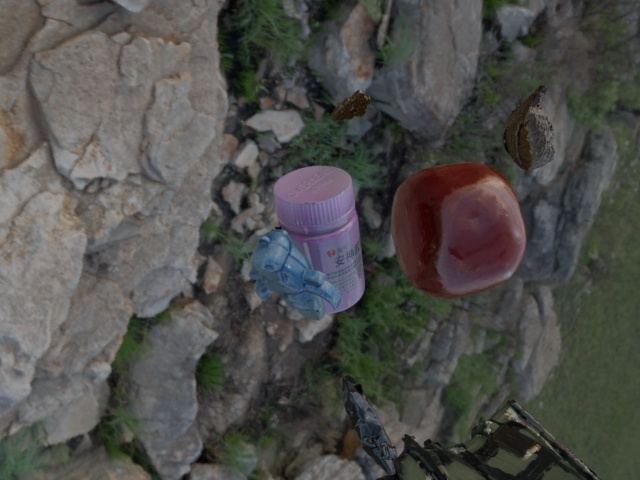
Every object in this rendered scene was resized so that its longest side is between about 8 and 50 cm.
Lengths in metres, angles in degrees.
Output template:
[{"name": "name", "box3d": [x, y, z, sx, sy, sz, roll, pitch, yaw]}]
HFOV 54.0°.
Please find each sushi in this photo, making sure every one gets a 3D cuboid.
[{"name": "sushi", "box3d": [0.594, -0.319, 1.796, 0.140, 0.149, 0.287, -41, 130, -16]}]

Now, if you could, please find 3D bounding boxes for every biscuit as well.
[{"name": "biscuit", "box3d": [0.061, -0.270, 1.279, 0.092, 0.016, 0.082, -26, 157, -1]}]

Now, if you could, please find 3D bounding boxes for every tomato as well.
[{"name": "tomato", "box3d": [0.327, -0.023, 1.511, 0.290, 0.292, 0.325, 122, -35, -86]}]

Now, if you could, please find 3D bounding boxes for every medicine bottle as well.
[{"name": "medicine bottle", "box3d": [0.000, 0.000, 1.379, 0.178, 0.178, 0.291, -32, 129, -34]}]

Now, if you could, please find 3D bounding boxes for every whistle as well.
[{"name": "whistle", "box3d": [-0.058, 0.074, 1.196, 0.269, 0.180, 0.093, 61, 42, -43]}]

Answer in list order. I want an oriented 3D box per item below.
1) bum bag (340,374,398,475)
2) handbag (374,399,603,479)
[{"name": "bum bag", "box3d": [0.142, 0.557, 1.863, 0.095, 0.144, 0.341, -26, 92, 5]}, {"name": "handbag", "box3d": [0.249, 0.349, 0.705, 0.325, 0.327, 0.163, 9, 121, -51]}]
